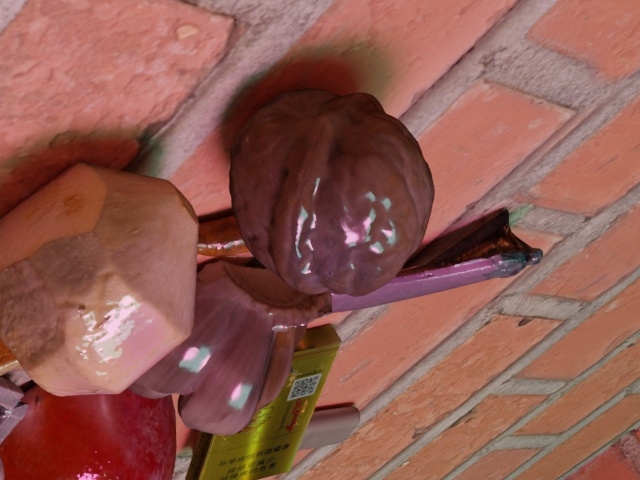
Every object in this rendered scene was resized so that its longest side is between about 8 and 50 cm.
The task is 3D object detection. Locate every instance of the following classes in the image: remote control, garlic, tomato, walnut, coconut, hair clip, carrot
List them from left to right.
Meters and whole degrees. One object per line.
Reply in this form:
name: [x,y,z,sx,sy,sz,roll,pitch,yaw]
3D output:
tomato: [-0.305,0.304,1.656,0.309,0.170,0.309,-23,154,-12]
coconut: [-0.211,0.038,1.241,0.237,0.237,0.197,-34,117,12]
garlic: [-0.131,0.128,1.584,0.292,0.210,0.237,-48,-178,30]
carrot: [-0.075,-0.014,1.448,0.247,0.059,0.059,-13,150,-20]
remote control: [-0.063,0.313,2.039,0.309,0.038,0.090,-3,141,-39]
walnut: [0.011,-0.053,1.294,0.224,0.224,0.224,-22,152,-12]
hair clip: [0.121,0.051,1.728,0.358,0.110,0.096,-19,112,-9]

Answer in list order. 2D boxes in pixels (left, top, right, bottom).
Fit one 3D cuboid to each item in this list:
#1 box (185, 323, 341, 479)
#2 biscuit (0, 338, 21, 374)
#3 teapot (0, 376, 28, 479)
box: [-0.088,0.254,1.866,0.173,0.043,0.311,-11,140,-30]
biscuit: [-0.308,0.103,1.437,0.188,0.052,0.056,-24,169,-8]
teapot: [-0.443,0.251,1.450,0.221,0.163,0.178,-29,148,0]
